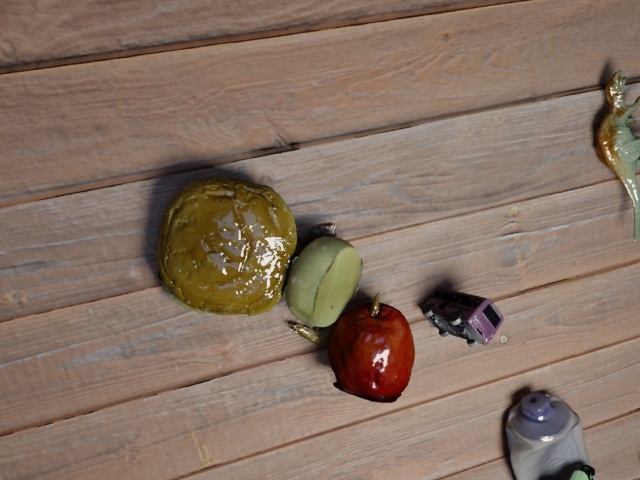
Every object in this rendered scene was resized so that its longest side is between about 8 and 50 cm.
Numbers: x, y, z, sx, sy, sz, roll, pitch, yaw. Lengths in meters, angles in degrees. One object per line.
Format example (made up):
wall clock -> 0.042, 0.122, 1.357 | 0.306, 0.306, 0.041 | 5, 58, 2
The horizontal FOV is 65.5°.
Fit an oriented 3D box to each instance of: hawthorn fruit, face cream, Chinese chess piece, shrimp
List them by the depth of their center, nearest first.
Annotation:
Chinese chess piece -> 0.008, 0.084, 1.022 | 0.188, 0.083, 0.188 | -37, 138, -43
hawthorn fruit -> 0.107, 0.220, 1.060 | 0.190, 0.189, 0.251 | -11, 112, -12
shrimp -> -0.016, 0.184, 1.111 | 0.114, 0.023, 0.083 | 24, 91, -22
face cream -> 0.603, 0.566, 1.299 | 0.235, 0.137, 0.420 | -29, 114, -10

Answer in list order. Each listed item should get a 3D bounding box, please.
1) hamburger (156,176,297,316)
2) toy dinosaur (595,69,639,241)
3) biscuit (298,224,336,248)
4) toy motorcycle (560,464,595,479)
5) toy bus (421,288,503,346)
hamburger -> -0.182, 0.020, 0.981 | 0.266, 0.134, 0.284 | 8, 96, -17
toy dinosaur -> 0.749, -0.199, 1.193 | 0.206, 0.092, 0.392 | 0, 102, -14
biscuit -> 0.000, 0.000, 1.083 | 0.082, 0.016, 0.092 | 38, 89, -12
toy motorcycle -> 0.607, 0.727, 1.261 | 0.196, 0.125, 0.330 | 17, 95, -43
toy bus -> 0.313, 0.166, 1.112 | 0.098, 0.178, 0.086 | -46, 108, -15
